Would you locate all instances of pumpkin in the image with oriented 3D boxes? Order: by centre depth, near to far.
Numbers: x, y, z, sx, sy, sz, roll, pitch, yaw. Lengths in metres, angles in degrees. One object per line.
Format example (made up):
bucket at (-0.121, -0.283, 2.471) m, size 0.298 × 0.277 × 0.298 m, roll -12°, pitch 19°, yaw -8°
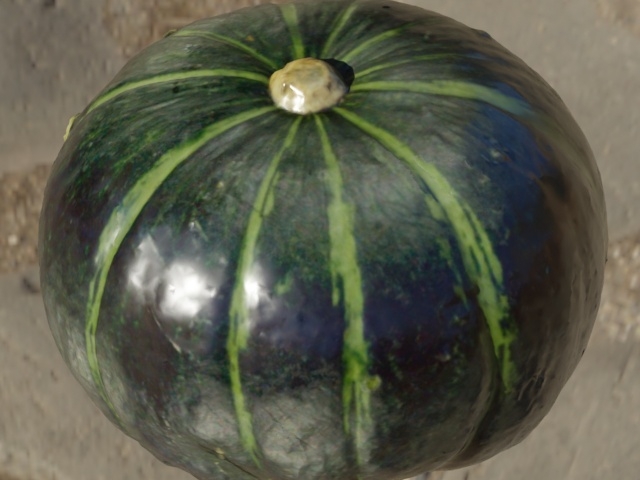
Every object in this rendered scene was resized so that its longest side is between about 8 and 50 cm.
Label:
pumpkin at (0.000, 0.000, 1.087) m, size 0.323 × 0.241 × 0.323 m, roll 1°, pitch 35°, yaw -1°
